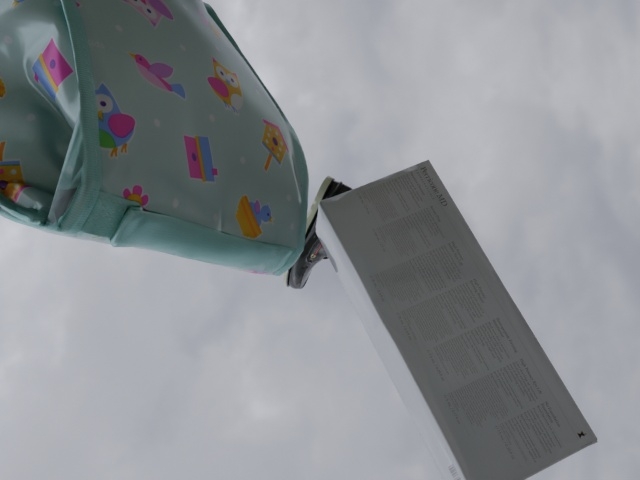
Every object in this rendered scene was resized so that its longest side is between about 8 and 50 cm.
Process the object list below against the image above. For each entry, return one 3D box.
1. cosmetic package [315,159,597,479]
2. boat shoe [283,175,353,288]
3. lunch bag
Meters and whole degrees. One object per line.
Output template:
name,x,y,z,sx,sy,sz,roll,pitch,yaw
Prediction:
cosmetic package,0.090,0.064,0.554,0.098,0.060,0.239,-22,-112,-12
boat shoe,-0.001,0.001,0.719,0.133,0.042,0.049,-64,-4,34
lunch bag,-0.136,-0.087,0.522,0.223,0.160,0.262,19,-143,-58
